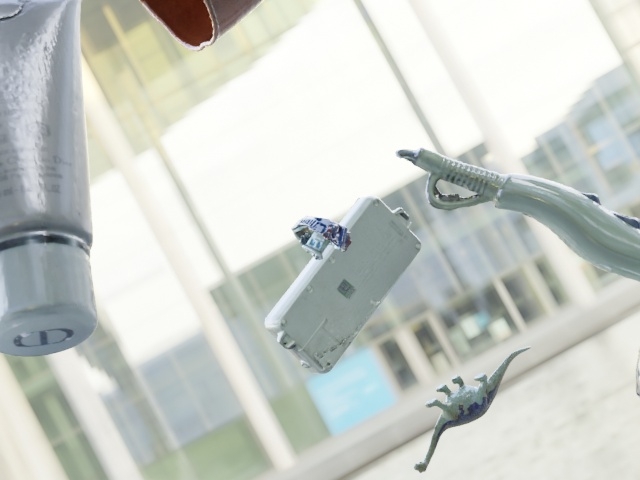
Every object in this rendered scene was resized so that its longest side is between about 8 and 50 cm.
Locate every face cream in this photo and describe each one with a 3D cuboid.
[{"bbox_3d":[-0.225,-0.070,1.275,0.143,0.314,0.089,-6,-25,-15],"label":"face cream"}]

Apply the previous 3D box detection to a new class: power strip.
[{"bbox_3d":[0.025,0.043,1.721,0.192,0.081,0.035,-53,20,-21],"label":"power strip"}]

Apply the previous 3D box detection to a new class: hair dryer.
[{"bbox_3d":[0.160,-0.030,0.831,0.167,0.199,0.067,-47,-5,-3],"label":"hair dryer"}]

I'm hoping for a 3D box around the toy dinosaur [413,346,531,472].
[{"bbox_3d":[0.148,0.158,1.775,0.180,0.058,0.037,-41,32,-9],"label":"toy dinosaur"}]

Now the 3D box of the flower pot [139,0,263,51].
[{"bbox_3d":[-0.109,-0.323,1.839,0.173,0.191,0.190,-39,-1,-20],"label":"flower pot"}]

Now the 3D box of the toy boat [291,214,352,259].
[{"bbox_3d":[0.000,0.000,1.508,0.038,0.038,0.083,-27,15,-23],"label":"toy boat"}]
